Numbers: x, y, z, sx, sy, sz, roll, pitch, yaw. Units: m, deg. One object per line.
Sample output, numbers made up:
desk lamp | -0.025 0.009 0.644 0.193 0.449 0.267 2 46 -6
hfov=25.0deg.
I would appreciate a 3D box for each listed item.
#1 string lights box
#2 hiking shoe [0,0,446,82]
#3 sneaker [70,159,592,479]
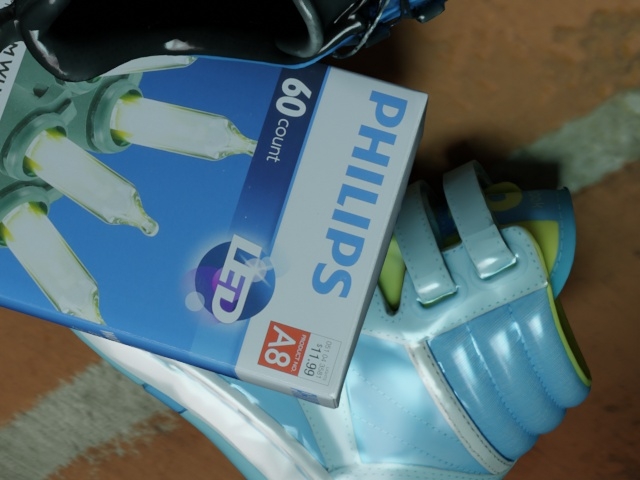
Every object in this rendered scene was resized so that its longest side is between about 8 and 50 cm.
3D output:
string lights box | -0.097 -0.029 0.616 0.259 0.133 0.077 16 171 5
hiking shoe | 0.030 -0.114 0.530 0.304 0.132 0.113 -6 138 18
sneaker | 0.000 0.000 0.704 0.319 0.127 0.208 43 108 -13
